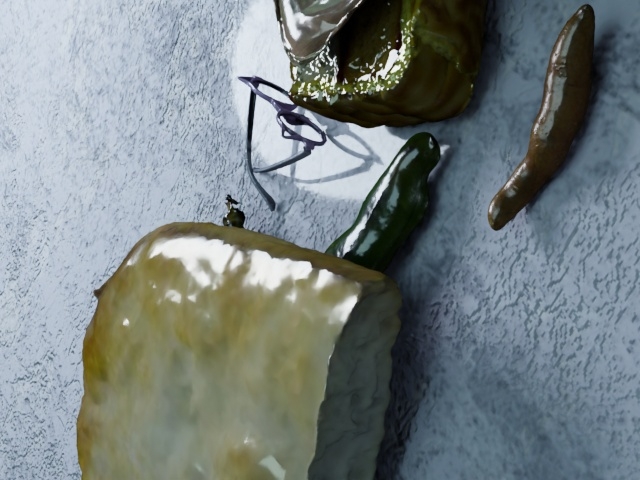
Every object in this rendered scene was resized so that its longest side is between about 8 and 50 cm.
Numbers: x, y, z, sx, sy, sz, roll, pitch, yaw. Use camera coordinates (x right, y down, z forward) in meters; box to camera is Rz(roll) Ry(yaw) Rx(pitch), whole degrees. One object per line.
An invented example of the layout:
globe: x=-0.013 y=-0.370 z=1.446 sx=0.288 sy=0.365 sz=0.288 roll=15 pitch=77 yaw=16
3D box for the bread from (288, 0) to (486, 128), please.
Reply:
bread: x=0.062 y=-0.209 z=0.902 sx=0.181 sy=0.096 sz=0.222 roll=-4 pitch=76 yaw=49

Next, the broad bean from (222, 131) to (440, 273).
broad bean: x=0.000 y=0.000 z=0.960 sx=0.292 sy=0.049 sz=0.144 roll=-16 pitch=74 yaw=46

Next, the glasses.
glasses: x=-0.056 y=-0.089 z=1.047 sx=0.104 sy=0.062 sz=0.140 roll=-59 pitch=41 yaw=24

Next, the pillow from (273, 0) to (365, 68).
pillow: x=0.029 y=-0.239 z=0.852 sx=0.211 sy=0.034 sz=0.135 roll=-40 pitch=51 yaw=40

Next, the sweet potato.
sweet potato: x=0.171 y=-0.086 z=0.782 sx=0.044 sy=0.044 sz=0.179 roll=39 pitch=118 yaw=48

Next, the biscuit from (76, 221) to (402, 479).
biscuit: x=-0.101 y=0.198 z=0.985 sx=0.446 sy=0.104 sz=0.429 roll=15 pitch=103 yaw=51
